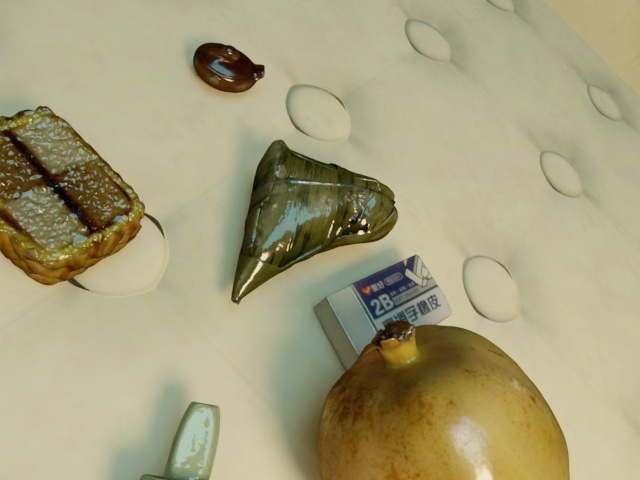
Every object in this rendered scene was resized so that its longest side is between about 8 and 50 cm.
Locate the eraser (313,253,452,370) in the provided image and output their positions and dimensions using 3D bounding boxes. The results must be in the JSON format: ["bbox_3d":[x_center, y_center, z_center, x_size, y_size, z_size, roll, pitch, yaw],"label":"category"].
[{"bbox_3d":[0.107,0.116,0.814,0.210,0.068,0.124,-20,75,-34],"label":"eraser"}]

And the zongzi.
[{"bbox_3d":[0.000,0.000,0.787,0.251,0.125,0.274,15,60,-12],"label":"zongzi"}]

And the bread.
[{"bbox_3d":[-0.360,-0.055,0.643,0.222,0.096,0.181,45,53,-2],"label":"bread"}]

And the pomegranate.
[{"bbox_3d":[0.143,0.248,0.624,0.319,0.319,0.319,13,59,-22],"label":"pomegranate"}]

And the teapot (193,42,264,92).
[{"bbox_3d":[-0.167,-0.323,0.903,0.129,0.078,0.098,12,59,-22],"label":"teapot"}]

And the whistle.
[{"bbox_3d":[-0.162,0.310,0.543,0.101,0.106,0.253,26,61,-32],"label":"whistle"}]
